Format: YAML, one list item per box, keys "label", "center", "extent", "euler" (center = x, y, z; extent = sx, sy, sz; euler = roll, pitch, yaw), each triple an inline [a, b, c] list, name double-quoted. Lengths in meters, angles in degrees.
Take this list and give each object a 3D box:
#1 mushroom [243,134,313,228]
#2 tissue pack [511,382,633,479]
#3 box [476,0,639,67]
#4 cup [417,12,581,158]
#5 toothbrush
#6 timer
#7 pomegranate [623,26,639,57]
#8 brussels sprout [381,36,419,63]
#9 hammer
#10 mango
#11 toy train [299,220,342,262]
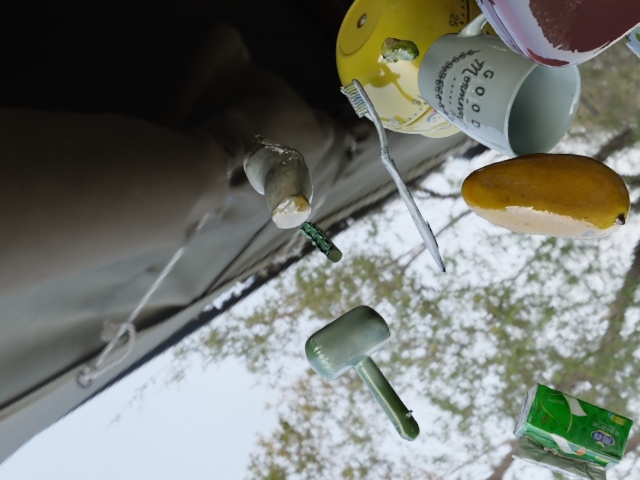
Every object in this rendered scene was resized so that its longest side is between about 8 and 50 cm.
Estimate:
- label: "mushroom"
  center: [-0.073, -0.115, 1.720]
  extent: [0.097, 0.109, 0.351]
  euler: [39, -173, -22]
- label: "tissue pack"
  center: [0.515, 0.415, 1.982]
  extent: [0.209, 0.156, 0.148]
  euler: [21, 164, 8]
- label: "box"
  center: [0.368, -0.379, 1.117]
  extent: [0.263, 0.404, 0.108]
  euler: [41, -161, -42]
- label: "cup"
  center: [0.294, -0.291, 1.589]
  extent: [0.186, 0.258, 0.234]
  euler: [-17, -143, -36]
- label: "toothbrush"
  center: [0.149, -0.119, 1.817]
  extent: [0.413, 0.042, 0.035]
  euler: [62, -175, -9]
- label: "timer"
  center: [0.237, -0.377, 1.984]
  extent: [0.387, 0.376, 0.376]
  euler: [19, -143, -28]
- label: "pomegranate"
  center: [0.660, -0.419, 1.734]
  extent: [0.254, 0.254, 0.270]
  euler: [44, -119, -5]
- label: "brussels sprout"
  center: [0.138, -0.339, 1.680]
  extent: [0.051, 0.046, 0.083]
  euler: [9, -179, -26]
- label: "hammer"
  center: [0.125, 0.324, 2.215]
  extent: [0.206, 0.119, 0.335]
  euler: [-32, -101, -17]
- label: "mango"
  center: [0.307, -0.062, 1.302]
  extent: [0.227, 0.109, 0.147]
  euler: [9, -140, 20]
- label: "toy train"
  center: [0.000, 0.000, 2.254]
  extent: [0.071, 0.038, 0.148]
  euler: [37, -173, -35]
